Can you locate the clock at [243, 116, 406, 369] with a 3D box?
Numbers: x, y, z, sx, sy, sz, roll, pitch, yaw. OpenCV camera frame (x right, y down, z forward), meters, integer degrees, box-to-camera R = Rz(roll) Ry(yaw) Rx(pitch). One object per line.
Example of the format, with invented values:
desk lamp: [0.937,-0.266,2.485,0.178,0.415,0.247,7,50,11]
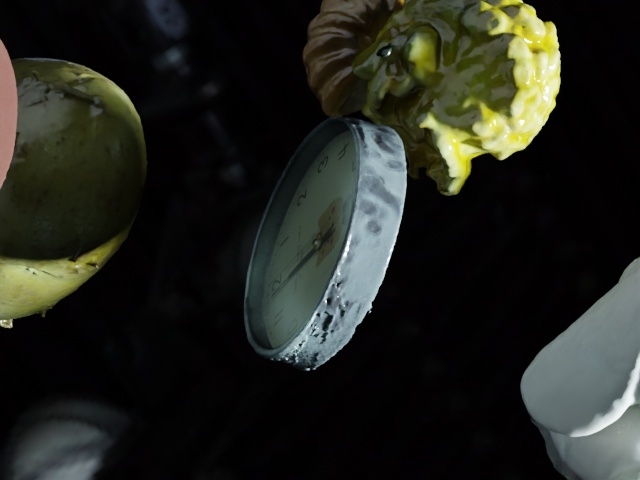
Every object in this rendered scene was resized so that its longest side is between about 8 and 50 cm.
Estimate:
clock: [0.000,0.000,1.527,0.226,0.049,0.226,-50,-151,41]

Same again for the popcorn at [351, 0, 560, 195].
popcorn: [0.132,-0.161,1.744,0.189,0.169,0.218,-46,-145,-7]

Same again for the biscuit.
biscuit: [0.050,-0.216,1.855,0.183,0.118,0.061,-46,-175,-12]

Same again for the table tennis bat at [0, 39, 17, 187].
table tennis bat: [-0.253,-0.135,1.124,0.021,0.154,0.274,-26,-130,36]

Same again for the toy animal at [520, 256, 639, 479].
toy animal: [0.306,0.128,1.599,0.249,0.289,0.174,-5,-146,8]

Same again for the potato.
potato: [-0.299,-0.050,1.759,0.359,0.219,0.269,-5,-103,64]
